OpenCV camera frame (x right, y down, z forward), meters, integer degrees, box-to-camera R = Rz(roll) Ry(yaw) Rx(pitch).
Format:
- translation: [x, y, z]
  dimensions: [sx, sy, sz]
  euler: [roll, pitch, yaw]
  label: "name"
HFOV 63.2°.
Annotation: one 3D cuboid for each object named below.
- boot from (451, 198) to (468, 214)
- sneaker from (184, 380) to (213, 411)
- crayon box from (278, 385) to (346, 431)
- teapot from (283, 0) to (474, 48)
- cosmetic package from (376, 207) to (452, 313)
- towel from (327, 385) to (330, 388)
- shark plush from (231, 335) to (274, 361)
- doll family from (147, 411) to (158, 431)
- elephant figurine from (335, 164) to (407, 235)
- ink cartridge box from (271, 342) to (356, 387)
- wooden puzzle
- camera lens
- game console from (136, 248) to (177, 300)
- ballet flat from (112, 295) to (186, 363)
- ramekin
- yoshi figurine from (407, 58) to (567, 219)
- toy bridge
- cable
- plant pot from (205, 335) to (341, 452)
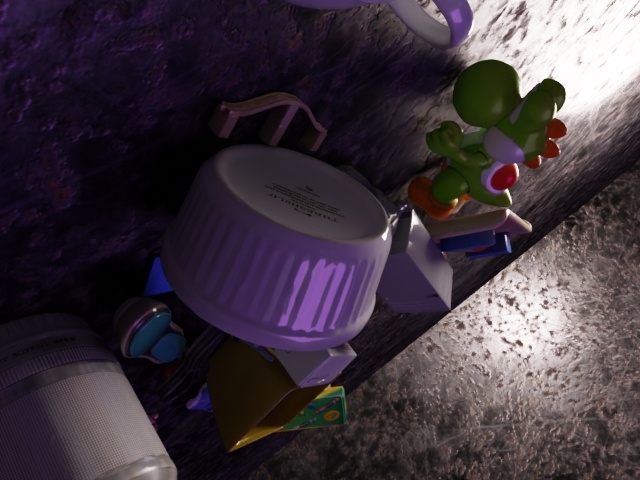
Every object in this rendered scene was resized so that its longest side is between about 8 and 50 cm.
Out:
- translation: [0.347, -0.115, 1.291]
  dimensions: [0.118, 0.042, 0.087]
  euler: [-26, 148, -32]
  label: "boot"
- translation: [-0.238, 0.378, 1.251]
  dimensions: [0.080, 0.081, 0.211]
  euler: [-45, 155, 17]
  label: "sneaker"
- translation: [-0.065, 0.491, 1.513]
  dimensions: [0.278, 0.081, 0.165]
  euler: [-7, 173, 2]
  label: "crayon box"
- translation: [0.036, -0.257, 0.353]
  dimensions: [0.255, 0.187, 0.253]
  euler: [-23, 153, -36]
  label: "teapot"
- translation: [0.158, 0.046, 0.999]
  dimensions: [0.127, 0.107, 0.238]
  euler: [-8, 147, 33]
  label: "cosmetic package"
- translation: [-0.018, 0.366, 1.497]
  dimensions: [0.027, 0.148, 0.110]
  euler: [-18, 173, 35]
  label: "towel"
- translation: [-0.150, 0.159, 0.907]
  dimensions: [0.073, 0.161, 0.067]
  euler: [-32, -169, 9]
  label: "shark plush"
- translation: [-0.401, 0.365, 0.868]
  dimensions: [0.262, 0.163, 0.118]
  euler: [-18, 150, -41]
  label: "doll family"
- translation: [0.000, 0.000, 0.864]
  dimensions: [0.239, 0.186, 0.169]
  euler: [-40, -157, 30]
  label: "elephant figurine"
- translation: [-0.042, 0.166, 0.988]
  dimensions: [0.087, 0.208, 0.153]
  euler: [-43, 157, 9]
  label: "ink cartridge box"
- translation: [0.287, 0.007, 1.165]
  dimensions: [0.321, 0.081, 0.347]
  euler: [-12, 173, 29]
  label: "wooden puzzle"
- translation: [-0.325, 0.256, 0.638]
  dimensions: [0.219, 0.274, 0.219]
  euler: [-32, 156, -16]
  label: "camera lens"
- translation: [-0.194, 0.064, 0.754]
  dimensions: [0.122, 0.107, 0.071]
  euler: [-58, 179, 39]
  label: "game console"
- translation: [-0.254, 0.125, 0.743]
  dimensions: [0.086, 0.086, 0.248]
  euler: [-32, 164, -18]
  label: "ballet flat"
- translation: [-0.040, -0.009, 0.617]
  dimensions: [0.272, 0.273, 0.127]
  euler: [-12, 134, -48]
  label: "ramekin"
- translation: [0.276, -0.190, 0.934]
  dimensions: [0.202, 0.204, 0.362]
  euler: [9, 157, -10]
  label: "yoshi figurine"
- translation: [-0.052, -0.147, 0.631]
  dimensions: [0.188, 0.026, 0.063]
  euler: [-4, 137, -54]
  label: "toy bridge"
- translation: [-0.232, 0.201, 0.889]
  dimensions: [0.139, 0.072, 0.287]
  euler: [-39, 169, -26]
  label: "cable"
- translation: [-0.122, 0.292, 1.129]
  dimensions: [0.212, 0.187, 0.212]
  euler: [-47, 155, 19]
  label: "plant pot"
